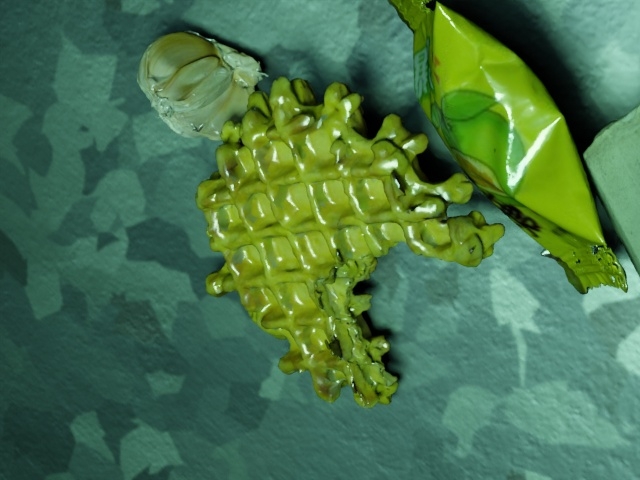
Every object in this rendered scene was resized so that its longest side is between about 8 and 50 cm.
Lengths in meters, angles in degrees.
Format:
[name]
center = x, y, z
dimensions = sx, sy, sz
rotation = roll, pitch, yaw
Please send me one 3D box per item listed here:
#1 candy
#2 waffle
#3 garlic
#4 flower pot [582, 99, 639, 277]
[candy]
center = 0.142, -0.084, 1.288
dimensions = 0.081, 0.187, 0.297
rotation = -37, 90, -3
[waffle]
center = 0.000, 0.000, 1.396
dimensions = 0.260, 0.069, 0.293
rotation = 40, 133, 14
[garlic]
center = -0.109, -0.130, 1.448
dimensions = 0.113, 0.094, 0.074
rotation = 42, 160, 4
[flower pot]
center = 0.306, -0.012, 1.220
dimensions = 0.212, 0.212, 0.203
rotation = -40, 70, 30
